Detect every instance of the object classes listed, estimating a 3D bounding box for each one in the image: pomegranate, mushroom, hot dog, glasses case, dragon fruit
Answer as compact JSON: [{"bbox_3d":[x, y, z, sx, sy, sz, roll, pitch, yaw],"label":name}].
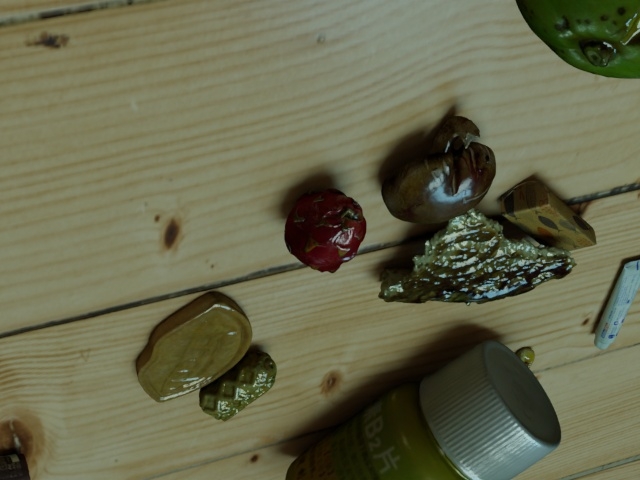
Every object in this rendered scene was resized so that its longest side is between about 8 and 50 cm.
[{"bbox_3d":[0.305,-0.292,1.246,0.236,0.236,0.302,33,85,-54],"label":"pomegranate"},{"bbox_3d":[0.143,-0.074,1.562,0.135,0.080,0.170,-19,153,-28],"label":"mushroom"},{"bbox_3d":[0.302,0.205,2.137,0.030,0.034,0.090,9,137,-41],"label":"hot dog"},{"bbox_3d":[0.295,-0.029,1.770,0.064,0.041,0.170,-15,156,28],"label":"glasses case"},{"bbox_3d":[0.000,0.000,1.581,0.094,0.094,0.190,-16,165,-12],"label":"dragon fruit"}]

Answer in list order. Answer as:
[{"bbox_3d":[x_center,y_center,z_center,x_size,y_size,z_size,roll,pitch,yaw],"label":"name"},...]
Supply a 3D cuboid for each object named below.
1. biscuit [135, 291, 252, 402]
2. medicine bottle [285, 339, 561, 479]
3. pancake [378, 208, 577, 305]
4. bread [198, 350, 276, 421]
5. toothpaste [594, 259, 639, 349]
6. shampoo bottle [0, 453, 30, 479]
[{"bbox_3d":[-0.157,0.139,1.731,0.142,0.029,0.220,0,141,-35],"label":"biscuit"},{"bbox_3d":[0.150,0.326,2.033,0.384,0.224,0.224,-37,147,22],"label":"medicine bottle"},{"bbox_3d":[0.196,0.013,1.731,0.266,0.057,0.244,-15,148,-4],"label":"pancake"},{"bbox_3d":[-0.105,0.188,1.813,0.110,0.060,0.066,-38,162,16],"label":"bread"},{"bbox_3d":[0.455,0.095,2.079,0.052,0.033,0.218,-17,146,-19],"label":"toothpaste"},{"bbox_3d":[-0.489,0.320,1.744,0.236,0.067,0.068,-6,154,-27],"label":"shampoo bottle"}]
